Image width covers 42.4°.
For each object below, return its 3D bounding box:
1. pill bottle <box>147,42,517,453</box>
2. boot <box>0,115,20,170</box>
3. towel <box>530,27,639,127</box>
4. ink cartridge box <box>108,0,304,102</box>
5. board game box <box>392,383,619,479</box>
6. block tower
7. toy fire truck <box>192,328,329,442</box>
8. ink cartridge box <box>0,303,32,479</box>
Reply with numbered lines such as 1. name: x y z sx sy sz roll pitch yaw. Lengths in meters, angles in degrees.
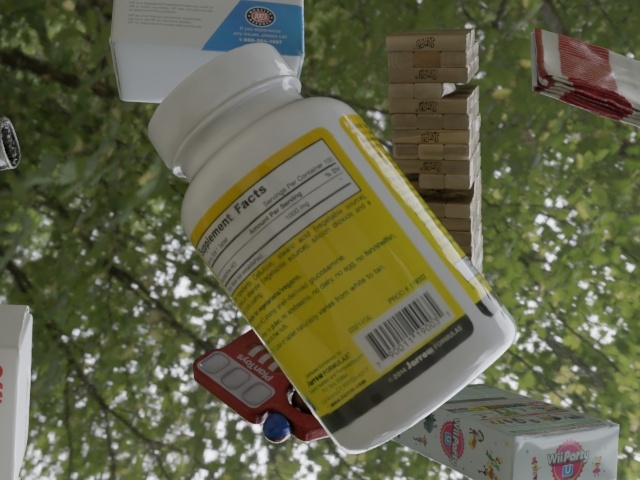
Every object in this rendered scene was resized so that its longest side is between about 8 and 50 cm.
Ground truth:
1. pill bottle: 0.000 0.000 0.724 0.188 0.188 0.334 -41 -99 31
2. boot: -0.448 -0.096 0.928 0.189 0.208 0.076 -172 -112 -75
3. towel: 0.450 -0.207 1.133 0.237 0.329 0.037 -69 177 -58
4. ink cartridge box: -0.140 -0.333 1.055 0.129 0.223 0.307 108 -18 -65
5. board game box: 0.288 0.313 1.343 0.303 0.224 0.097 6 -86 60
6. block tower: 0.138 -0.073 0.963 0.097 0.091 0.335 3 -68 18
7. toy fire truck: -0.052 0.261 1.522 0.302 0.254 0.169 32 -45 29
8. ink cartridge box: -0.416 0.155 0.818 0.100 0.237 0.172 -124 -139 -66
